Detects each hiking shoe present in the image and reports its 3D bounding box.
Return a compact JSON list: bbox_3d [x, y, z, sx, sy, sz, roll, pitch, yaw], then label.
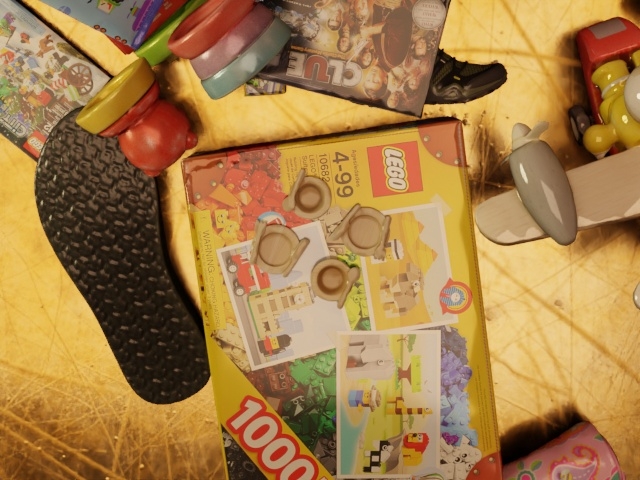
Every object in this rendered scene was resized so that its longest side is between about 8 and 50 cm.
[{"bbox_3d":[0.144,-0.244,1.816,0.227,0.086,0.114,-4,101,1],"label":"hiking shoe"}]

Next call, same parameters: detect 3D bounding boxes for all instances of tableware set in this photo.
[{"bbox_3d":[0.000,0.000,1.685,0.168,0.020,0.141,28,96,-3],"label":"tableware set"}]

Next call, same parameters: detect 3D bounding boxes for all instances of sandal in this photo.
[{"bbox_3d":[-0.278,0.020,1.850,0.167,0.107,0.446,-16,110,0],"label":"sandal"}]

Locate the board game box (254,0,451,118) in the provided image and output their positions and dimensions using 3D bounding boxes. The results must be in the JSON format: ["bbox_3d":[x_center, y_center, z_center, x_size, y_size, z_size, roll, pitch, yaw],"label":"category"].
[{"bbox_3d":[0.038,-0.271,1.766,0.243,0.042,0.165,14,97,3],"label":"board game box"}]

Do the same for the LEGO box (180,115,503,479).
[{"bbox_3d":[0.033,0.103,1.807,0.372,0.193,0.500,-8,98,1],"label":"LEGO box"}]

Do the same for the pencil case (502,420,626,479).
[{"bbox_3d":[0.290,0.364,1.879,0.284,0.124,0.124,-27,97,1],"label":"pencil case"}]

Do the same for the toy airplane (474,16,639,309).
[{"bbox_3d":[0.433,-0.109,1.668,0.384,0.272,0.386,23,68,25],"label":"toy airplane"}]

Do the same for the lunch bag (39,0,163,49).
[{"bbox_3d":[-0.251,-0.420,1.598,0.221,0.138,0.293,25,112,-28],"label":"lunch bag"}]

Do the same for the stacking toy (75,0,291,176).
[{"bbox_3d":[-0.140,-0.235,1.709,0.309,0.279,0.130,-30,111,35],"label":"stacking toy"}]

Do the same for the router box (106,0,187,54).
[{"bbox_3d":[-0.240,-0.464,1.725,0.335,0.082,0.301,-42,122,5],"label":"router box"}]

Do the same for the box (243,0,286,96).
[{"bbox_3d":[-0.082,-0.285,1.824,0.059,0.054,0.169,-4,98,0],"label":"box"}]

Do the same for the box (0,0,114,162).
[{"bbox_3d":[-0.427,-0.238,1.831,0.233,0.044,0.159,39,95,-5],"label":"box"}]
